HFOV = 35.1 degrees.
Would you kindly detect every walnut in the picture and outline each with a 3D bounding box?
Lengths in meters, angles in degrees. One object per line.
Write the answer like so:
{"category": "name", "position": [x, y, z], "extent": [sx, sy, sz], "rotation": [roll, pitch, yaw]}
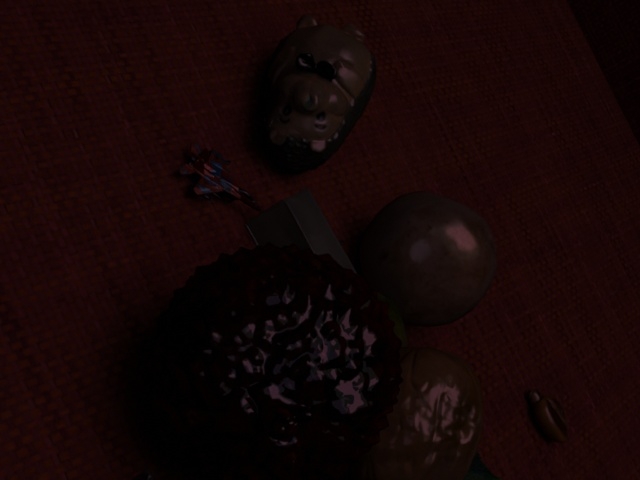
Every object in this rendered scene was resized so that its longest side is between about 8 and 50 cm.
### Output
{"category": "walnut", "position": [0.176, 0.355, 1.917], "extent": [0.277, 0.252, 0.313], "rotation": [46, 55, -79]}

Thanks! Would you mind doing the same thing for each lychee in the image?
{"category": "lychee", "position": [-0.074, 0.216, 1.631], "extent": [0.424, 0.424, 0.500], "rotation": [50, 11, -13]}

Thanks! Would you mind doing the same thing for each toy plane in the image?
{"category": "toy plane", "position": [-0.192, -0.109, 1.982], "extent": [0.189, 0.061, 0.130], "rotation": [43, 43, -26]}

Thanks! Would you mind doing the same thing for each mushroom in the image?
{"category": "mushroom", "position": [0.230, 0.036, 2.220], "extent": [0.297, 0.297, 0.290], "rotation": [57, 4, -4]}

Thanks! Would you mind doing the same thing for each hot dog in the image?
{"category": "hot dog", "position": [0.548, 0.422, 2.443], "extent": [0.140, 0.060, 0.090], "rotation": [58, 36, -14]}

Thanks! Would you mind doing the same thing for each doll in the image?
{"category": "doll", "position": [-0.015, -0.312, 2.156], "extent": [0.247, 0.247, 0.350], "rotation": [33, 61, -29]}

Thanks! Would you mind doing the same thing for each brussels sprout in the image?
{"category": "brussels sprout", "position": [0.098, 0.179, 2.052], "extent": [0.161, 0.144, 0.180], "rotation": [49, 14, 16]}

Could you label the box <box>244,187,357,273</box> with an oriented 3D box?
{"category": "box", "position": [-0.034, 0.028, 2.010], "extent": [0.086, 0.129, 0.225], "rotation": [-30, 91, -49]}

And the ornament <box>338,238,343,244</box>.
{"category": "ornament", "position": [0.000, 0.000, 2.141], "extent": [0.125, 0.028, 0.073], "rotation": [-1, 69, -44]}

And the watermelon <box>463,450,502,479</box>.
{"category": "watermelon", "position": [0.313, 0.551, 2.005], "extent": [0.319, 0.222, 0.292], "rotation": [-40, 102, -49]}

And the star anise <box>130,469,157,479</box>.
{"category": "star anise", "position": [-0.224, 0.514, 1.556], "extent": [0.316, 0.139, 0.359], "rotation": [-24, 101, -42]}
